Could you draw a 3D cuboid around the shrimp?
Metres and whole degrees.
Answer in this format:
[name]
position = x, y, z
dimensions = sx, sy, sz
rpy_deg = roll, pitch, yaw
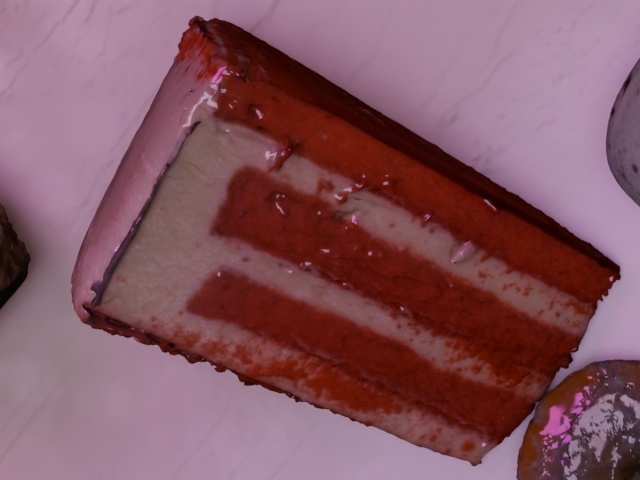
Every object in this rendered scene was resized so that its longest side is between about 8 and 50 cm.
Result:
[shrimp]
position = 0.171, 0.155, 0.949
dimensions = 0.132, 0.051, 0.187
rpy_deg = -6, 92, 13

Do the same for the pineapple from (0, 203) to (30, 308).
[pineapple]
position = -0.244, -0.031, 0.995
dimensions = 0.108, 0.108, 0.197
rpy_deg = -38, 81, 13

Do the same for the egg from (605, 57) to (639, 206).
[egg]
position = 0.216, -0.063, 0.881
dimensions = 0.164, 0.131, 0.131
rpy_deg = -30, 89, 36

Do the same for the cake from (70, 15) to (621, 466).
[cake]
position = 0.000, 0.000, 0.971
dimensions = 0.262, 0.159, 0.158
rpy_deg = 26, 103, -27
